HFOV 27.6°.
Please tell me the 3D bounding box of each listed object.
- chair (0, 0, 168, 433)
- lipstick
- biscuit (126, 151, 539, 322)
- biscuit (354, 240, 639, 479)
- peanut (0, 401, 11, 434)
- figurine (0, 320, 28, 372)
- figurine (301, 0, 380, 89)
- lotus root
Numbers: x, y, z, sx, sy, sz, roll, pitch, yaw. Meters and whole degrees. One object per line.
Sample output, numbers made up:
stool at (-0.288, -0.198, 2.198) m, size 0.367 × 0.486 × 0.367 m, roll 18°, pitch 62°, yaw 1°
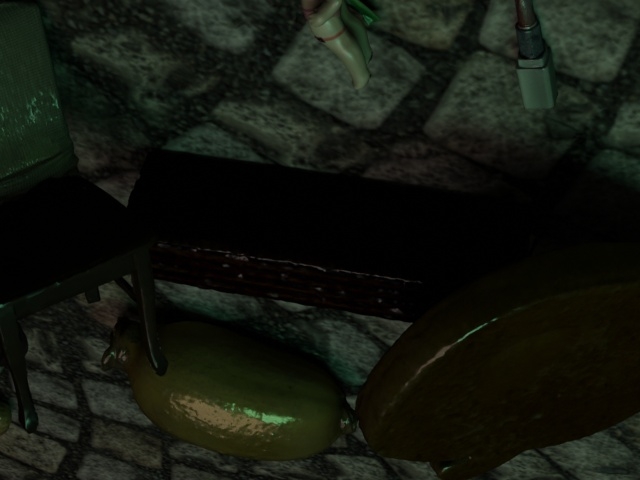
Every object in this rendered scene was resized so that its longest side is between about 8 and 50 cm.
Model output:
chair at (-0.248, -0.021, 1.115) m, size 0.186 × 0.160 × 0.319 m, roll 41°, pitch 145°, yaw 45°
lipstick at (0.160, -0.148, 0.993) m, size 0.025 × 0.025 × 0.107 m, roll 1°, pitch 136°, yaw 22°
biscuit at (0.000, 0.000, 1.196) m, size 0.388 × 0.107 × 0.073 m, roll 8°, pitch 145°, yaw 13°
biscuit at (0.195, 0.109, 1.147) m, size 0.367 × 0.063 × 0.314 m, roll 0°, pitch 142°, yaw -35°
peanut at (-0.464, 0.252, 1.808) m, size 0.054 × 0.054 × 0.113 m, roll 37°, pitch 144°, yaw -27°
figurine at (-0.444, 0.105, 1.526) m, size 0.218 × 0.206 × 0.365 m, roll 37°, pitch 173°, yaw 9°
figurine at (0.005, -0.196, 0.959) m, size 0.083 × 0.083 × 0.187 m, roll -4°, pitch 134°, yaw 29°
lotus root at (-0.105, 0.174, 1.466) m, size 0.303 × 0.131 × 0.146 m, roll 19°, pitch 145°, yaw -1°
